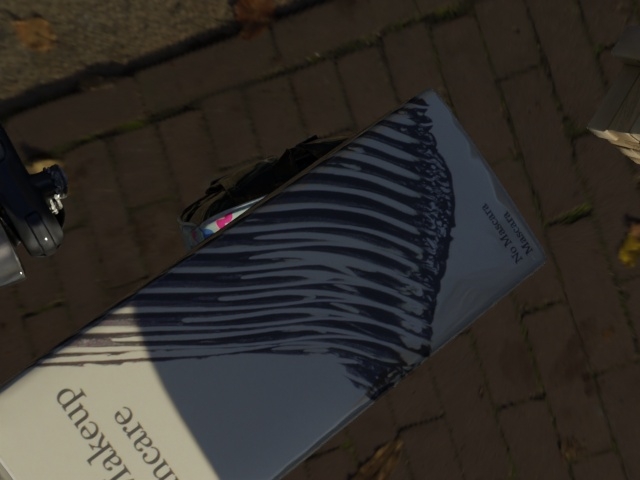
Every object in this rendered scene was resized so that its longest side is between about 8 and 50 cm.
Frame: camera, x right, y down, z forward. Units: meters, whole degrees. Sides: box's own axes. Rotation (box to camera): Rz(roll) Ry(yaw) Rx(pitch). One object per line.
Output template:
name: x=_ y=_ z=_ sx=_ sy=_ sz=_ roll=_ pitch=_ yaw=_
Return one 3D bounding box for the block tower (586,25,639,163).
block tower: x=0.378 y=-0.057 z=1.117 sx=0.335 sy=0.091 sz=0.097 roll=32 pitch=88 yaw=-26

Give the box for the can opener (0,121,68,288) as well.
can opener: x=-0.205 y=-0.064 z=0.766 sx=0.073 sy=0.059 sz=0.186 roll=-23 pitch=76 yaw=-22

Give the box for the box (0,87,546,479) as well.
box: x=-0.031 y=0.048 z=0.619 sx=0.275 sy=0.094 sz=0.113 roll=-38 pitch=95 yaw=-24

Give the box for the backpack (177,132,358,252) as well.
backpack: x=0.000 y=0.000 z=1.111 sx=0.225 sy=0.253 sz=0.191 roll=-23 pitch=90 yaw=-11
